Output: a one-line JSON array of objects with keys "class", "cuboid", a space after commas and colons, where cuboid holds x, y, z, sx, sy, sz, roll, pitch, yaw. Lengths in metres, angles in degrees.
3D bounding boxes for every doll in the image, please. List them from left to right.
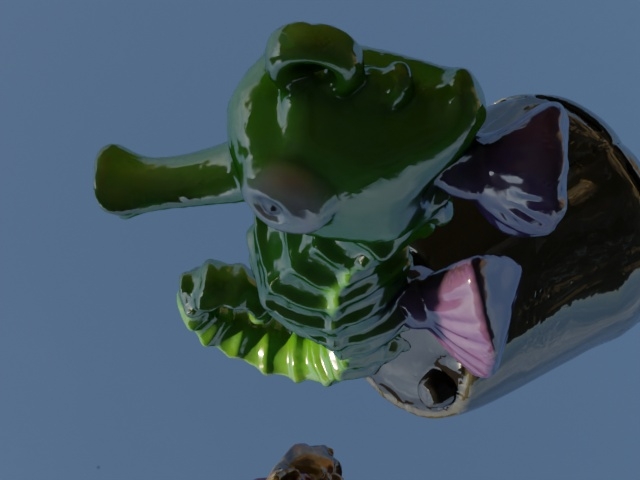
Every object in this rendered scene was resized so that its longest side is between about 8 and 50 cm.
[{"class": "doll", "cuboid": [0.000, 0.000, 0.417, 0.115, 0.190, 0.050, 13, -116, 5]}]

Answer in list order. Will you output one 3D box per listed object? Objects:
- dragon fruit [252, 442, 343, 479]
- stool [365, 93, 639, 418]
[{"class": "dragon fruit", "cuboid": [0.007, 0.137, 0.672, 0.162, 0.083, 0.106, 27, -56, 12]}, {"class": "stool", "cuboid": [0.057, 0.006, 0.549, 0.110, 0.096, 0.096, -29, -93, -32]}]
